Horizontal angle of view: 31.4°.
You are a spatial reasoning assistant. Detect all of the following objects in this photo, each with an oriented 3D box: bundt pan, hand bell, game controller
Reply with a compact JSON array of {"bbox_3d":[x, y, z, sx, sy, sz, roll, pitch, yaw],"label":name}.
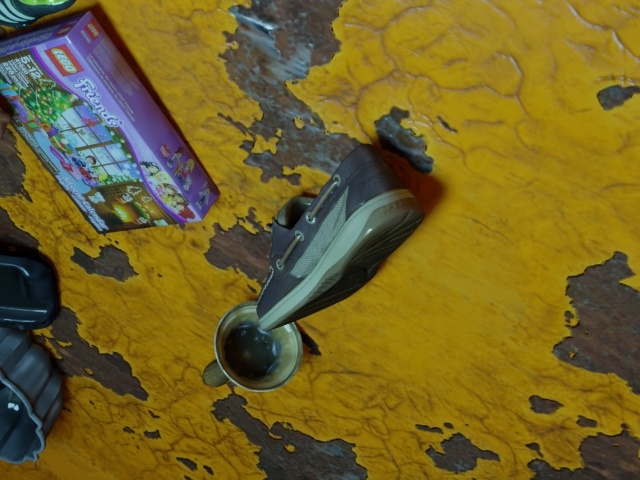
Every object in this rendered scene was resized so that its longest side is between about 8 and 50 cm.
[{"bbox_3d":[-0.577,0.230,1.959,0.331,0.124,0.330,19,138,19],"label":"bundt pan"},{"bbox_3d":[-0.126,0.179,1.639,0.126,0.126,0.242,39,152,-6],"label":"hand bell"},{"bbox_3d":[-0.569,0.065,1.769,0.319,0.067,0.166,7,130,-2],"label":"game controller"}]

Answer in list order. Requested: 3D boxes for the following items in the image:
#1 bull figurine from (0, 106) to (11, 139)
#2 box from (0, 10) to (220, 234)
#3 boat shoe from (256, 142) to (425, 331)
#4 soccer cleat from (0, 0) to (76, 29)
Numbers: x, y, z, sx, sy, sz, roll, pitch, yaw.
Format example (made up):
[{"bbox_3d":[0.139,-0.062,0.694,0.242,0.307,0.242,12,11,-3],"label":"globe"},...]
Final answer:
[{"bbox_3d":[-0.509,-0.128,1.482,0.310,0.188,0.101,-21,79,58],"label":"bull figurine"},{"bbox_3d":[-0.285,-0.137,1.434,0.201,0.057,0.293,-7,130,38],"label":"box"},{"bbox_3d":[0.000,0.000,1.368,0.123,0.123,0.342,62,148,14],"label":"boat shoe"},{"bbox_3d":[-0.352,-0.285,1.358,0.179,0.060,0.072,4,154,28],"label":"soccer cleat"}]
